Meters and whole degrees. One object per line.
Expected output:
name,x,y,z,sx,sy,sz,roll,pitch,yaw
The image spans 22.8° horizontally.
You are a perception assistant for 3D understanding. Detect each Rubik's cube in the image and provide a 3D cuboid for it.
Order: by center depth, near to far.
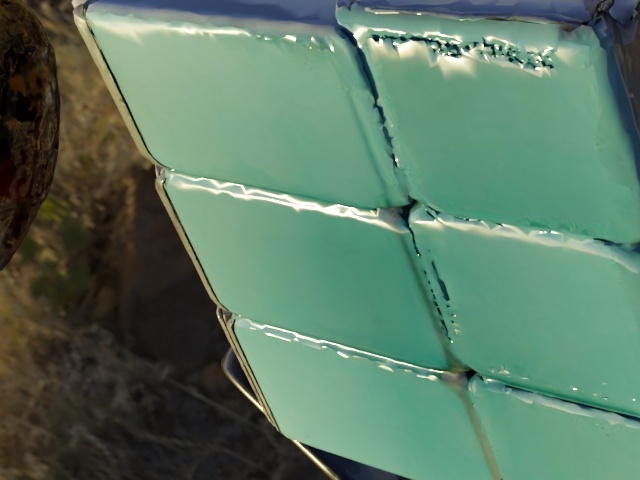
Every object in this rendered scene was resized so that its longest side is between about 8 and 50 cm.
Rubik's cube,0.087,-0.052,0.582,0.231,0.225,0.221,11,46,41

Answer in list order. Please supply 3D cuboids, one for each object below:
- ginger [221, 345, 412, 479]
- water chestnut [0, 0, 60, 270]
ginger,0.125,0.166,1.473,0.211,0.413,0.358,-49,2,-1
water chestnut,-0.319,-0.086,1.076,0.289,0.244,0.289,1,67,-2
